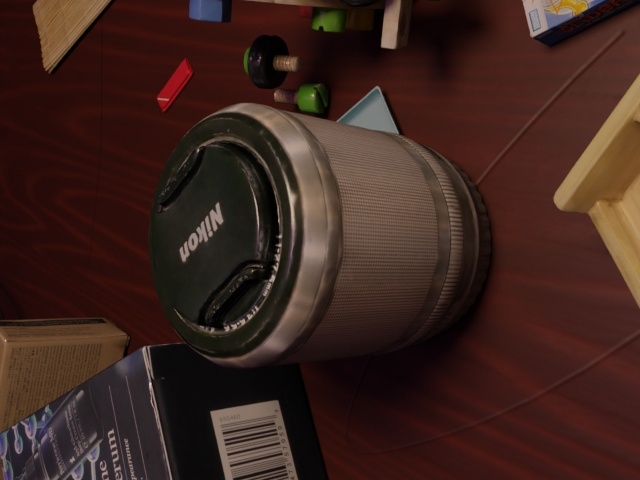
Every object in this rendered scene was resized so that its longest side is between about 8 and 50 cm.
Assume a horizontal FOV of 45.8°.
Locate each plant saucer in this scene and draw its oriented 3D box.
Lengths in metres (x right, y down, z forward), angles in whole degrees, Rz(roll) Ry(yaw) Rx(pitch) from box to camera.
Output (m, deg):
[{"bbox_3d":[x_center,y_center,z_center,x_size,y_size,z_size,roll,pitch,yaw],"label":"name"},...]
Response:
[{"bbox_3d":[0.016,-0.093,0.867,0.192,0.018,0.067,-36,64,37],"label":"plant saucer"}]

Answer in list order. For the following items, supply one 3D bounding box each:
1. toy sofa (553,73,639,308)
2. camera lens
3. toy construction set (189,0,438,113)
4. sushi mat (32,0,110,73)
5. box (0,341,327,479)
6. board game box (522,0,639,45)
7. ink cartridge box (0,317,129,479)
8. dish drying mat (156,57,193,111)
[{"bbox_3d":[0.304,0.057,0.448,0.150,0.177,0.362,112,153,-47],"label":"toy sofa"},{"bbox_3d":[0.000,0.000,0.698,0.219,0.274,0.219,-3,86,44],"label":"camera lens"},{"bbox_3d":[0.036,-0.303,0.751,0.237,0.257,0.309,11,86,27],"label":"toy construction set"},{"bbox_3d":[-0.408,-0.431,1.297,0.316,0.019,0.151,-30,66,39],"label":"sushi mat"},{"bbox_3d":[-0.198,0.316,0.924,0.395,0.212,0.293,-32,67,40],"label":"box"},{"bbox_3d":[0.227,-0.291,0.656,0.136,0.035,0.201,-22,72,42],"label":"board game box"},{"bbox_3d":[-0.415,0.239,1.152,0.088,0.193,0.234,23,104,45],"label":"ink cartridge box"},{"bbox_3d":[-0.213,-0.225,1.104,0.083,0.008,0.032,-44,59,34],"label":"dish drying mat"}]
